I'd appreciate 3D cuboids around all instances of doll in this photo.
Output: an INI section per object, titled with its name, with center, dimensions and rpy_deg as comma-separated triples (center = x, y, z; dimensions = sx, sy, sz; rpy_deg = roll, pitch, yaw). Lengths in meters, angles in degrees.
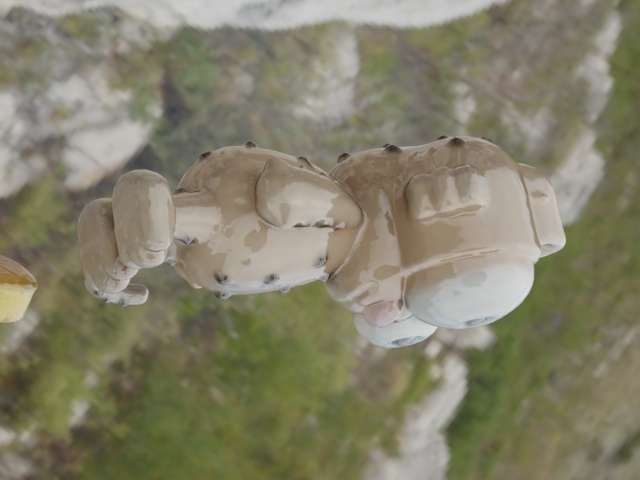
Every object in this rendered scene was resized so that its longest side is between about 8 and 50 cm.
[doll]
center = 0.000, -0.001, 0.945
dimensions = 0.278, 0.119, 0.154
rpy_deg = -2, 163, -24

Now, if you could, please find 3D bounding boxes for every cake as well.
[cake]
center = -0.281, 0.037, 1.395
dimensions = 0.084, 0.084, 0.044
rpy_deg = -1, 113, -60
